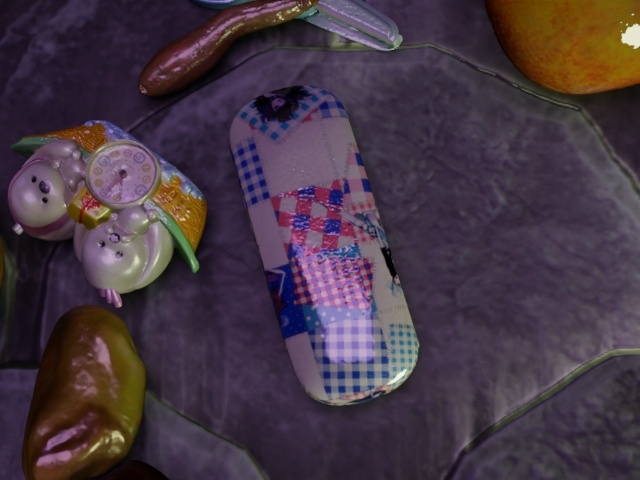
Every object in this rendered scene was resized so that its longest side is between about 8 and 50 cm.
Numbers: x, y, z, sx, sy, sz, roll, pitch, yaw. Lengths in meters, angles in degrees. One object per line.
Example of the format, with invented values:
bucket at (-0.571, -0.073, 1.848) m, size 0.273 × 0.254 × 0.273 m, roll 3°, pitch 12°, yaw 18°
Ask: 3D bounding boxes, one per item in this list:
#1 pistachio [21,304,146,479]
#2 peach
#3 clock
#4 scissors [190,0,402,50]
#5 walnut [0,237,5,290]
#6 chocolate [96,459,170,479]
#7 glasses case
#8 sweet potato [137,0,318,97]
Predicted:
pistachio at (-0.224, 0.158, 1.173) m, size 0.100 × 0.110 × 0.189 m, roll 17°, pitch 61°, yaw -20°
peach at (0.265, -0.255, 1.195) m, size 0.230 × 0.231 × 0.231 m, roll -1°, pitch 73°, yaw 5°
clock at (-0.217, -0.032, 1.231) m, size 0.231 × 0.103 × 0.144 m, roll 36°, pitch 71°, yaw 13°
scissors at (-0.027, -0.267, 1.320) m, size 0.256 × 0.030 × 0.125 m, roll 29°, pitch 82°, yaw 13°
walnut at (-0.435, 0.061, 1.182) m, size 0.298 × 0.203 × 0.203 m, roll -39°, pitch 74°, yaw -5°
chocolate at (-0.157, 0.251, 1.141) m, size 0.148 × 0.125 × 0.080 m, roll 37°, pitch 63°, yaw 18°
glasses case at (0.000, 0.000, 1.214) m, size 0.125 × 0.076 × 0.328 m, roll -17°, pitch 72°, yaw 2°
sweet potato at (-0.097, -0.212, 1.292) m, size 0.214 × 0.050 × 0.050 m, roll -30°, pitch 73°, yaw 3°
